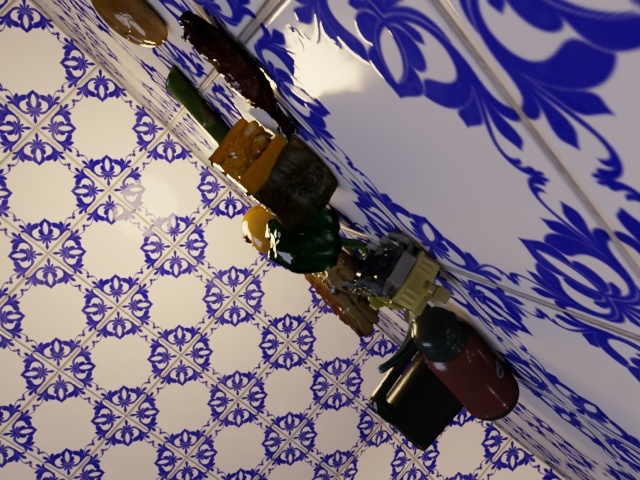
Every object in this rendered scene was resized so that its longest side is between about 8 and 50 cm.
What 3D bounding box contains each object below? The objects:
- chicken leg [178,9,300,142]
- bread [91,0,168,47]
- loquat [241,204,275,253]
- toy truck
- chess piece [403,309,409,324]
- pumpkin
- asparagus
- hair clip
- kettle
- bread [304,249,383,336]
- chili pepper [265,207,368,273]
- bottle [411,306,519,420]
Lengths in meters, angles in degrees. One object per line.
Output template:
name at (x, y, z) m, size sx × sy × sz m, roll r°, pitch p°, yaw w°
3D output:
chicken leg at (-0.114, -0.240, 0.799) m, size 0.253 × 0.051 × 0.106 m, roll 45°, pitch 180°, yaw -31°
bread at (-0.369, -0.429, 0.988) m, size 0.189 × 0.077 × 0.114 m, roll 40°, pitch 178°, yaw -1°
loquat at (-0.217, -0.048, 2.137) m, size 0.208 × 0.208 × 0.208 m, roll 41°, pitch 174°, yaw 5°
toy truck at (0.152, 0.079, 1.044) m, size 0.157 × 0.124 × 0.272 m, roll 32°, pitch 171°, yaw -3°
chess piece at (0.293, 0.244, 1.615) m, size 0.060 × 0.060 × 0.172 m, roll 39°, pitch 176°, yaw 23°
pumpkin at (-0.108, -0.143, 1.027) m, size 0.280 × 0.139 × 0.190 m, roll 38°, pitch 178°, yaw 9°
asparagus at (-0.313, -0.335, 1.364) m, size 0.067 × 0.060 × 0.278 m, roll 51°, pitch -179°, yaw 43°
hair clip at (0.205, 0.220, 1.233) m, size 0.083 × 0.275 × 0.048 m, roll 45°, pitch 131°, yaw -3°
kettle at (0.315, 0.419, 1.502) m, size 0.203 × 0.308 × 0.262 m, roll 37°, pitch 173°, yaw 29°
bread at (0.074, 0.131, 1.697) m, size 0.277 × 0.167 × 0.325 m, roll 35°, pitch 162°, yaw 53°
chili pepper at (0.000, 0.000, 1.297) m, size 0.174 × 0.260 × 0.165 m, roll 120°, pitch 143°, yaw -69°
bottle at (0.334, 0.280, 1.236) m, size 0.336 × 0.144 × 0.144 m, roll 49°, pitch 172°, yaw -30°
